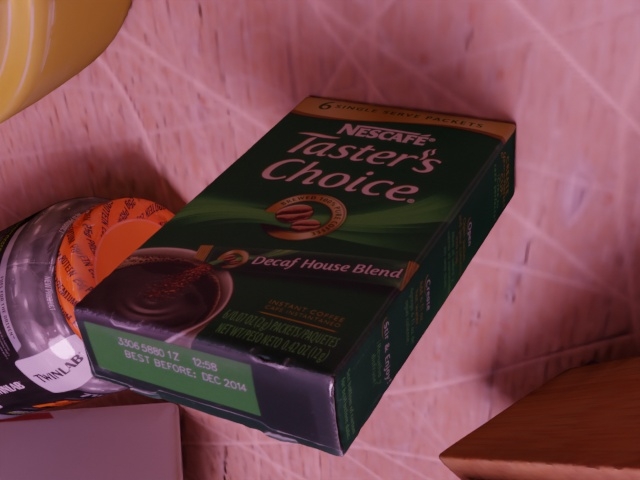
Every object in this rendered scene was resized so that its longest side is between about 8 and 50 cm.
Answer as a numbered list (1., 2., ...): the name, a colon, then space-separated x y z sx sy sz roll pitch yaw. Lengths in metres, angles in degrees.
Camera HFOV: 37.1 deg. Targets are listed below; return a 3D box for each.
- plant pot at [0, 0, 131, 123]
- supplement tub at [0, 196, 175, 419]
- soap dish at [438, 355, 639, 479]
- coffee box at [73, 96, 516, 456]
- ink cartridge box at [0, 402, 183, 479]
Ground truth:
1. plant pot: -0.247 -0.132 0.408 0.254 0.239 0.254 19 133 21
2. supplement tub: -0.162 0.043 0.582 0.190 0.117 0.117 -18 113 42
3. soap dish: 0.186 0.138 0.363 0.229 0.118 0.291 40 165 0
4. coffee box: 0.000 0.000 0.393 0.113 0.184 0.040 12 128 27
5. ink cartridge box: -0.198 0.257 0.724 0.197 0.114 0.273 -2 131 -8
